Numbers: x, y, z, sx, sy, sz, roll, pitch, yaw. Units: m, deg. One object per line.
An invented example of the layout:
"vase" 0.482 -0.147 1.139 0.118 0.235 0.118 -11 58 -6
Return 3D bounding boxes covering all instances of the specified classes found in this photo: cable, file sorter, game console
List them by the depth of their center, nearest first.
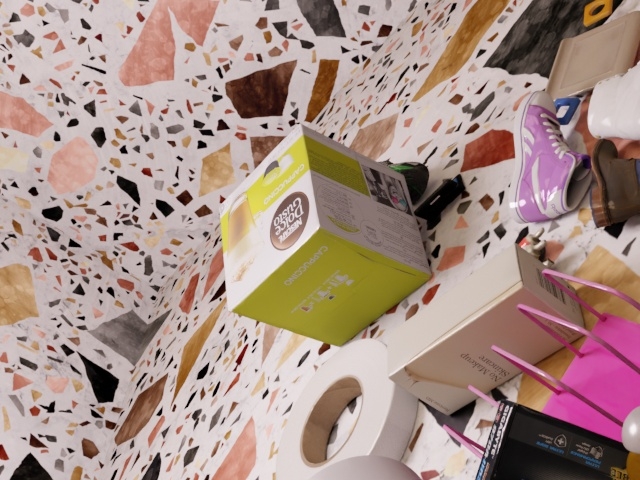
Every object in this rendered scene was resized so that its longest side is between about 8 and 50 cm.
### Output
"file sorter" 0.338 0.208 1.039 0.291 0.182 0.202 -57 20 -3
"cable" 0.326 0.082 1.411 0.287 0.072 0.140 -42 19 33
"game console" 0.281 -0.112 1.806 0.122 0.107 0.071 -46 51 24

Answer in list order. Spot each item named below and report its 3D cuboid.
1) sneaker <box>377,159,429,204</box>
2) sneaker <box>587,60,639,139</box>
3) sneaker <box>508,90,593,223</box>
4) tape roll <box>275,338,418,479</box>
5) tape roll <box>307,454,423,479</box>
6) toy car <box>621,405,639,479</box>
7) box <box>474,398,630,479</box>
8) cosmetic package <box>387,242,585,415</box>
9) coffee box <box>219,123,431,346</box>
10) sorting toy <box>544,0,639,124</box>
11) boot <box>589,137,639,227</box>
"sneaker" 0.176 -0.169 2.031 0.146 0.134 0.343 -56 23 -22
"sneaker" 0.592 -0.315 1.373 0.293 0.108 0.169 -60 24 -8
"sneaker" 0.460 -0.174 1.449 0.161 0.102 0.282 -16 62 54
"tape roll" 0.047 0.390 1.566 0.392 0.072 0.392 -45 24 25
"tape roll" 0.076 0.430 0.984 0.246 0.246 0.169 -56 20 -2
"toy car" 0.430 0.243 0.806 0.136 0.159 0.182 -24 6 -29
"box" 0.294 0.309 0.897 0.051 0.220 0.175 142 149 -81
"cosmetic package" 0.274 0.160 1.288 0.309 0.160 0.113 -43 25 33
"coffee box" 0.000 0.000 1.775 0.337 0.338 0.335 -42 41 33
"sorting toy" 0.581 -0.377 1.577 0.196 0.047 0.348 -8 53 54
"boot" 0.527 -0.108 1.291 0.106 0.082 0.219 -12 39 31
